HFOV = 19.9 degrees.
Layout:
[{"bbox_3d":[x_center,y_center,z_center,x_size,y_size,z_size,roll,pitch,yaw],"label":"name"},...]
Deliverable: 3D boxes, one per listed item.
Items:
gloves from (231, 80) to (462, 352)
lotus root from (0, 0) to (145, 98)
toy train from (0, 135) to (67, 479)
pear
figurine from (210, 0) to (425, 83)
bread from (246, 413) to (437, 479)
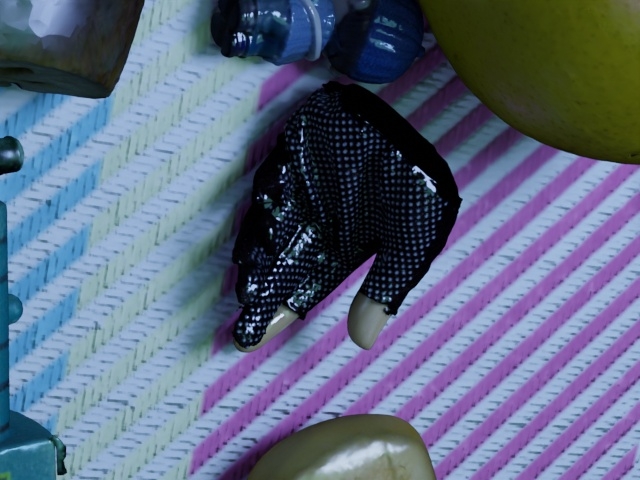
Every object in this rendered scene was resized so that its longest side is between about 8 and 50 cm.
[{"bbox_3d":[-0.002,-0.002,1.205,0.129,0.106,0.180,31,113,-32],"label":"gloves"},{"bbox_3d":[-0.199,-0.152,1.025,0.235,0.138,0.119,9,87,-27],"label":"lotus root"},{"bbox_3d":[-0.249,0.055,1.047,0.194,0.120,0.298,-8,106,-37],"label":"toy train"},{"bbox_3d":[0.183,-0.202,1.147,0.285,0.285,0.336,-50,127,-12],"label":"pear"},{"bbox_3d":[0.004,-0.137,1.175,0.136,0.079,0.077,-11,138,-33],"label":"figurine"},{"bbox_3d":[0.020,0.221,1.254,0.147,0.098,0.217,-21,109,-25],"label":"bread"}]
